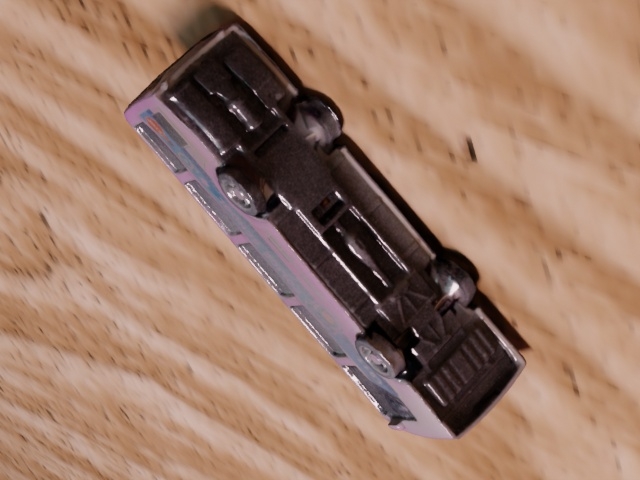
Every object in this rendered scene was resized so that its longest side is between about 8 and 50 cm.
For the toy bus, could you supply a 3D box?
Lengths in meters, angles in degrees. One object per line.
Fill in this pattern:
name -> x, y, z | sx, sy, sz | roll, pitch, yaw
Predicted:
toy bus -> 0.000, 0.000, 0.478 | 0.130, 0.037, 0.052 | 49, 158, -12
